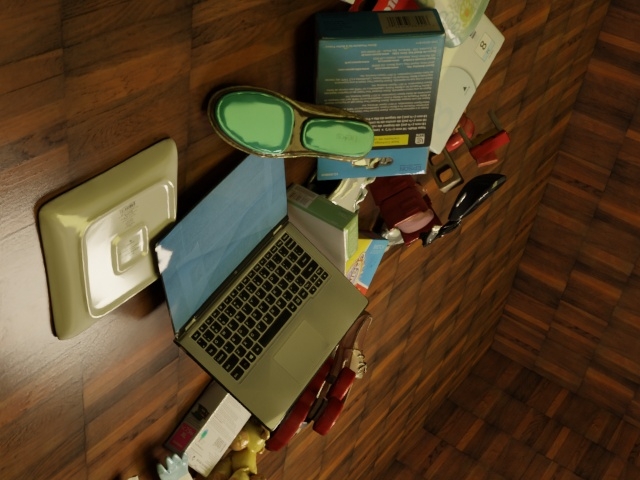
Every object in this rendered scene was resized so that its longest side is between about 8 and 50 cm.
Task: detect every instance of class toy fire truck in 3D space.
[{"bbox_3d":[-0.054,0.430,2.141,0.254,0.169,0.302,-58,180,33],"label":"toy fire truck"}]

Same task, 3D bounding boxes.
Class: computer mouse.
[{"bbox_3d":[0.339,-0.084,2.050,0.184,0.060,0.262,-28,165,-39],"label":"computer mouse"}]

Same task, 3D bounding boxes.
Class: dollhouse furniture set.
[{"bbox_3d":[0.328,-0.152,2.116,0.374,0.152,0.201,-29,159,14],"label":"dollhouse furniture set"}]

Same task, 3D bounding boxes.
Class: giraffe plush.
[{"bbox_3d":[-0.190,0.527,2.027,0.210,0.181,0.170,15,86,-62],"label":"giraffe plush"}]

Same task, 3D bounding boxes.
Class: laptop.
[{"bbox_3d":[-0.087,0.074,1.579,0.382,0.408,0.236,-49,-173,-35],"label":"laptop"}]

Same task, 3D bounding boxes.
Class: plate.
[{"bbox_3d":[-0.321,0.004,1.337,0.277,0.045,0.278,-38,146,-42],"label":"plate"}]

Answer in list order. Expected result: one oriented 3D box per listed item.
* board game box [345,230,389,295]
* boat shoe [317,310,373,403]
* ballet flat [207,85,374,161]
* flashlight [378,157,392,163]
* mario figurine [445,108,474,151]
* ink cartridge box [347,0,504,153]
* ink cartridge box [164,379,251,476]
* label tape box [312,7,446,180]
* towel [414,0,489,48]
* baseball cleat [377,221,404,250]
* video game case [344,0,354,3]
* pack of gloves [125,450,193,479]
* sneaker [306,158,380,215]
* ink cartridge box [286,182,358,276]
[{"bbox_3d":[0.048,0.089,2.133,0.316,0.064,0.242,1,115,-63],"label":"board game box"},{"bbox_3d":[0.085,0.362,2.430,0.123,0.116,0.324,9,108,-65],"label":"boat shoe"},{"bbox_3d":[-0.064,-0.209,1.506,0.349,0.123,0.123,6,114,-32],"label":"ballet flat"},{"bbox_3d":[0.166,-0.331,1.885,0.103,0.103,0.304,-70,178,-71],"label":"flashlight"},{"bbox_3d":[0.287,-0.361,2.115,0.198,0.170,0.320,-21,135,-4],"label":"mario figurine"},{"bbox_3d":[0.207,-0.403,1.752,0.385,0.091,0.308,29,91,-47],"label":"ink cartridge box"},{"bbox_3d":[-0.221,0.389,1.921,0.311,0.065,0.185,-51,153,-17],"label":"ink cartridge box"},{"bbox_3d":[0.105,-0.286,1.639,0.105,0.241,0.333,-99,-172,-45],"label":"label tape box"},{"bbox_3d":[0.256,-0.622,1.615,0.320,0.090,0.374,41,66,-43],"label":"towel"},{"bbox_3d":[0.202,-0.010,2.353,0.109,0.072,0.206,-49,156,11],"label":"baseball cleat"},{"bbox_3d":[-0.108,-0.400,1.056,0.244,0.270,0.061,-3,117,-63],"label":"video game case"},{"bbox_3d":[-0.357,0.560,1.786,0.195,0.046,0.232,-30,147,-23],"label":"pack of gloves"},{"bbox_3d":[0.016,-0.081,1.856,0.146,0.122,0.330,-10,127,-39],"label":"sneaker"},{"bbox_3d":[0.000,0.000,1.813,0.056,0.171,0.235,-48,153,-29],"label":"ink cartridge box"}]
